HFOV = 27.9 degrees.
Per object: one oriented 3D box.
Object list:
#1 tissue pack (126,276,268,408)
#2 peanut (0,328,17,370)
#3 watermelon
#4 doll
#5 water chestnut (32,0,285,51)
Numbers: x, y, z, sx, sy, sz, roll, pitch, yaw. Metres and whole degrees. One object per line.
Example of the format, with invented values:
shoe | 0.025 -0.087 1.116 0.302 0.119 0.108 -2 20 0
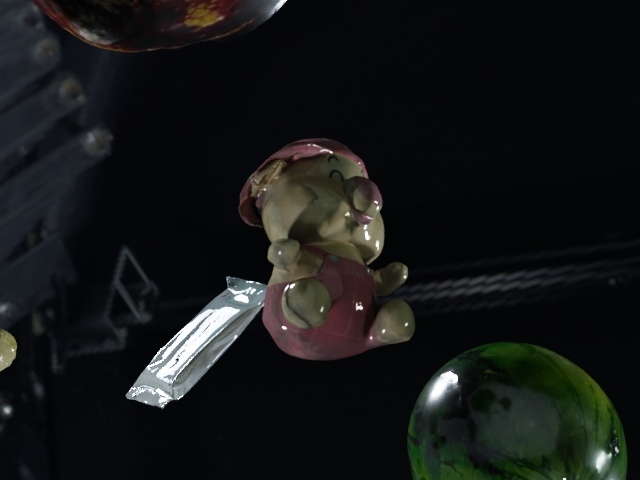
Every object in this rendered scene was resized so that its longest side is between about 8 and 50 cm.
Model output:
tissue pack | -0.136 0.117 1.482 0.193 0.026 0.123 -48 -159 -20
peanut | -0.248 0.085 0.911 0.037 0.037 0.083 6 -157 29
watermelon | 0.216 0.231 1.430 0.242 0.242 0.242 -13 -135 14
doll | 0.004 -0.001 1.401 0.152 0.196 0.255 -16 -121 15
water chestnut | -0.161 -0.360 1.168 0.335 0.347 0.335 -6 -120 11
